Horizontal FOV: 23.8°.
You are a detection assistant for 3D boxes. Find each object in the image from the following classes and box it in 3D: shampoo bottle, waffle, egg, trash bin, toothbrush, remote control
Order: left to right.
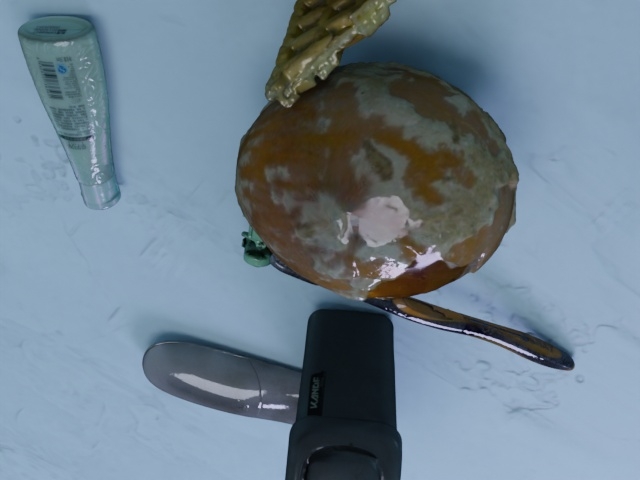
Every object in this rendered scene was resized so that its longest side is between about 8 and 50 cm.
[{"bbox_3d":[-0.211,-0.108,1.334,0.069,0.041,0.190,0,132,11],"label":"shampoo bottle"},{"bbox_3d":[-0.071,0.155,1.531,0.229,0.044,0.073,17,132,1],"label":"remote control"},{"bbox_3d":[0.020,0.192,1.385,0.101,0.236,0.176,4,124,1],"label":"trash bin"},{"bbox_3d":[0.042,-0.046,1.210,0.233,0.195,0.195,2,132,11],"label":"egg"},{"bbox_3d":[0.045,-0.178,1.134,0.191,0.125,0.032,-24,122,37],"label":"waffle"},{"bbox_3d":[0.098,0.065,1.358,0.321,0.023,0.031,22,135,-24],"label":"toothbrush"}]

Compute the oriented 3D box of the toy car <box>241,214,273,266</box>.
[{"bbox_3d":[0.000,0.000,1.359,0.143,0.054,0.073,15,136,6],"label":"toy car"}]
